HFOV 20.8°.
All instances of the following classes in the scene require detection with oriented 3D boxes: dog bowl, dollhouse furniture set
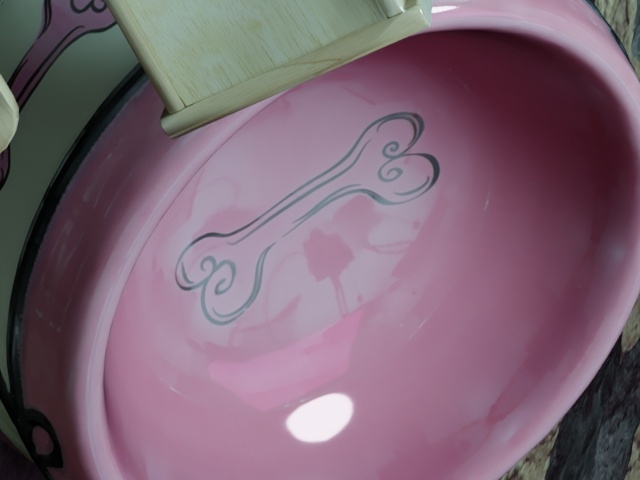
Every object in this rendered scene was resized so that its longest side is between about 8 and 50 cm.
[{"bbox_3d":[0.000,0.000,0.901,0.408,0.150,0.408,-18,129,-23],"label":"dog bowl"},{"bbox_3d":[-0.047,-0.202,0.797,0.174,0.303,0.355,62,17,-22],"label":"dollhouse furniture set"}]
